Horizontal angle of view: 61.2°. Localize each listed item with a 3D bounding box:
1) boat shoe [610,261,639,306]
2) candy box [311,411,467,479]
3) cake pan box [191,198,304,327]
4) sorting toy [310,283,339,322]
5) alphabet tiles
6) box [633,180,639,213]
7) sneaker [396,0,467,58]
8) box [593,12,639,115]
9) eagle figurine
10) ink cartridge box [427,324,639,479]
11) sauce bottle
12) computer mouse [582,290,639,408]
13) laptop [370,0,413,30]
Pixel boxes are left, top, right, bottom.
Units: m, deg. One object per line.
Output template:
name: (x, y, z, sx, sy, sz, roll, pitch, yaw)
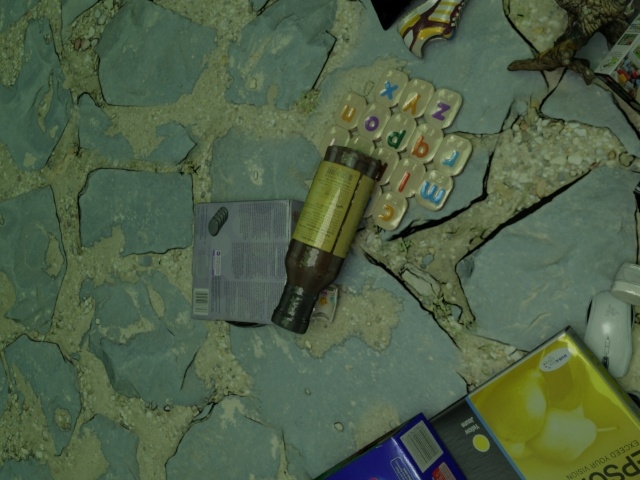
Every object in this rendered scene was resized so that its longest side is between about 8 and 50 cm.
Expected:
boat shoe: (0.525, 0.078, 0.783, 0.184, 0.066, 0.063, 16, 75, 29)
candy box: (0.111, 0.487, 0.896, 0.317, 0.122, 0.268, -44, 69, 29)
cake pan box: (-0.154, 0.049, 1.128, 0.246, 0.070, 0.266, -2, 85, 29)
sorting toy: (0.001, 0.122, 1.059, 0.083, 0.045, 0.075, 7, 96, 27)
alphabet tiles: (0.134, -0.172, 1.024, 0.284, 0.021, 0.277, 30, 99, 26)
box: (0.642, -0.108, 0.634, 0.293, 0.212, 0.395, 45, 105, 31)
sneaker: (0.232, -0.408, 0.974, 0.185, 0.070, 0.083, -35, 80, 27)
box: (0.493, -0.223, 0.759, 0.114, 0.207, 0.036, -55, 21, 13)
eagle figurine: (0.397, -0.397, 0.792, 0.226, 0.225, 0.298, 26, 105, 37)
ink cartridge box: (0.354, 0.340, 0.819, 0.303, 0.072, 0.307, -46, 66, 27)
sauce bottle: (0.000, 0.000, 0.992, 0.111, 0.111, 0.344, 23, 90, 27)
computer mouse: (0.435, 0.173, 0.829, 0.106, 0.042, 0.192, 4, 88, 28)
laptop: (0.204, -0.572, 1.026, 0.264, 0.137, 0.234, -37, 68, 47)
